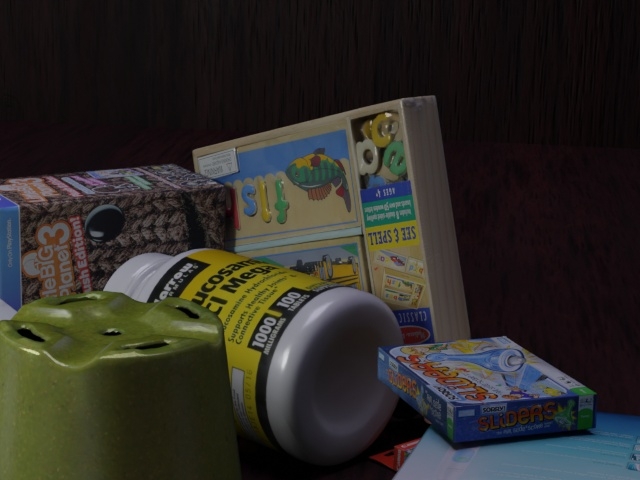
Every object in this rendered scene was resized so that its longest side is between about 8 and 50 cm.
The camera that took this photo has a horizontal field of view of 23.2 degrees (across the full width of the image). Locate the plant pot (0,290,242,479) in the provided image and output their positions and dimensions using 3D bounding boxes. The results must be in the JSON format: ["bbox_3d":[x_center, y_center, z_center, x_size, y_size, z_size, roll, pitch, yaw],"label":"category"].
[{"bbox_3d":[-0.171,0.183,1.262,0.276,0.253,0.276,1,14,0],"label":"plant pot"}]

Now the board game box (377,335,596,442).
[{"bbox_3d":[0.148,0.134,1.434,0.136,0.035,0.201,-4,12,-17],"label":"board game box"}]

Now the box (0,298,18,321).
[{"bbox_3d":[-0.338,0.142,1.394,0.181,0.119,0.182,-16,34,-42],"label":"box"}]

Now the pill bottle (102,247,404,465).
[{"bbox_3d":[-0.087,0.113,1.692,0.334,0.187,0.188,14,19,42],"label":"pill bottle"}]

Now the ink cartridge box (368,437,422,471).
[{"bbox_3d":[0.110,0.222,1.600,0.063,0.029,0.115,-11,19,-41],"label":"ink cartridge box"}]

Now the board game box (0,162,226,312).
[{"bbox_3d":[-0.273,0.044,1.861,0.291,0.232,0.141,-8,17,-31],"label":"board game box"}]

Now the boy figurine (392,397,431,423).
[{"bbox_3d":[0.203,0.183,1.645,0.177,0.092,0.285,-5,16,-38],"label":"boy figurine"}]

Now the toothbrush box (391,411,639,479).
[{"bbox_3d":[0.179,0.243,1.320,0.216,0.126,0.295,5,13,16],"label":"toothbrush box"}]

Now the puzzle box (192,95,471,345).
[{"bbox_3d":[0.000,0.000,1.782,0.052,0.272,0.409,-9,0,-38],"label":"puzzle box"}]
